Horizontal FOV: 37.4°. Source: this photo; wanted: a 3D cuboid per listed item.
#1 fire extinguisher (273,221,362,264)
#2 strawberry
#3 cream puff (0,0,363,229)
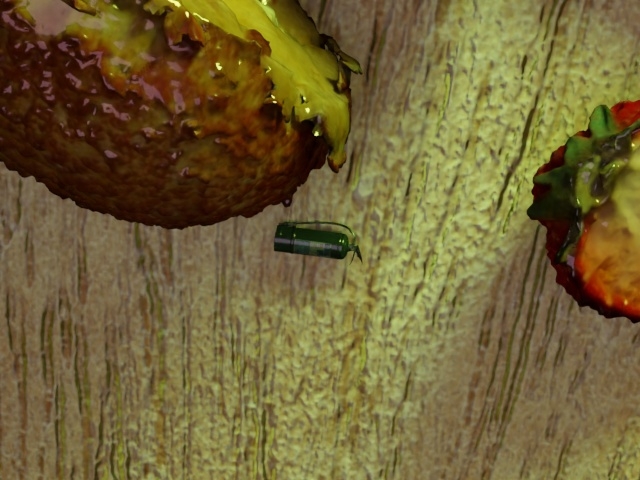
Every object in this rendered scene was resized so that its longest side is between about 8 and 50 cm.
[{"bbox_3d":[0.000,0.000,0.876,0.083,0.025,0.038,8,83,5],"label":"fire extinguisher"},{"bbox_3d":[0.277,-0.021,0.805,0.236,0.111,0.190,32,97,-27],"label":"strawberry"},{"bbox_3d":[-0.146,-0.140,0.711,0.350,0.350,0.228,43,113,-6],"label":"cream puff"}]
